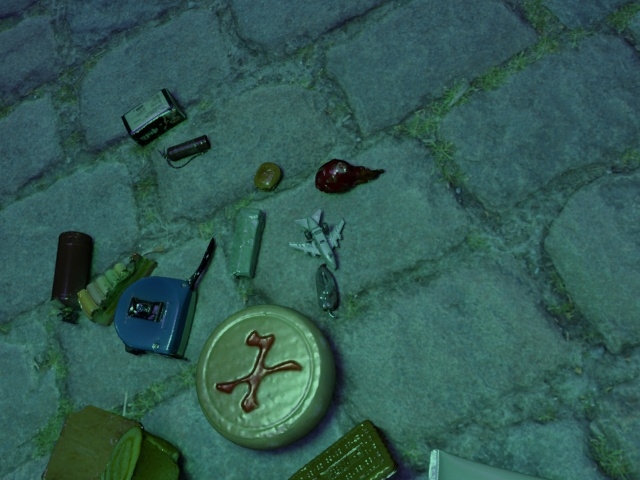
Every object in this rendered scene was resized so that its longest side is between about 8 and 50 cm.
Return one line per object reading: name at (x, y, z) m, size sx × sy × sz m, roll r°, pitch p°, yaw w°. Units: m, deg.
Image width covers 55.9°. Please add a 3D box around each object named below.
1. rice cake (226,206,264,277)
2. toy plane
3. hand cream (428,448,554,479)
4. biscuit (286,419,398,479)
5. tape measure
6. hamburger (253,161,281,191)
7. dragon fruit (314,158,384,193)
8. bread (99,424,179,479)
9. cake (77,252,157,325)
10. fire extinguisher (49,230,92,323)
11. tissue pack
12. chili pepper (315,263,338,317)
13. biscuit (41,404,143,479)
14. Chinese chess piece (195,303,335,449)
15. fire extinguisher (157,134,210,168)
rice cake at (-0.199, 0.009, 1.625) m, size 0.069 × 0.063 × 0.207 m, roll 3°, pitch 71°, yaw 11°
toy plane at (0.000, 0.000, 1.574) m, size 0.162 × 0.066 × 0.171 m, roll -25°, pitch 59°, yaw -7°
hand cream at (0.390, 0.541, 1.222) m, size 0.358 × 0.118 × 0.186 m, roll 0°, pitch 68°, yaw 23°
biscuit at (0.039, 0.511, 1.319) m, size 0.254 × 0.029 × 0.172 m, roll -36°, pitch 24°, yaw -2°
tape measure at (-0.420, 0.137, 1.622) m, size 0.215 × 0.098 × 0.352 m, roll 5°, pitch 68°, yaw 17°
hamburger at (-0.149, -0.179, 1.698) m, size 0.076 × 0.044 × 0.083 m, roll 15°, pitch 71°, yaw 20°
dragon fruit at (0.073, -0.181, 1.613) m, size 0.190 × 0.094 × 0.094 m, roll -12°, pitch 66°, yaw 6°
bread at (-0.416, 0.563, 1.381) m, size 0.186 × 0.124 × 0.257 m, roll -51°, pitch 28°, yaw 13°
cake at (-0.563, 0.118, 1.659) m, size 0.090 × 0.109 × 0.225 m, roll 35°, pitch 82°, yaw 25°
fire extinguisher at (-0.704, 0.112, 1.708) m, size 0.104 × 0.105 × 0.269 m, roll -8°, pitch 66°, yaw 13°
tissue pack at (-0.513, -0.379, 1.857) m, size 0.170 × 0.090 × 0.103 m, roll -33°, pitch 63°, yaw 3°
chili pepper at (0.015, 0.124, 1.531) m, size 0.050 × 0.041 × 0.153 m, roll 6°, pitch 63°, yaw -27°
biscuit at (-0.585, 0.551, 1.545) m, size 0.236 × 0.013 × 0.232 m, roll 13°, pitch 73°, yaw 19°
Chinese chess piece at (-0.129, 0.321, 1.437) m, size 0.337 × 0.140 × 0.338 m, roll -5°, pitch 68°, yaw 13°
fire extinguisher at (-0.407, -0.264, 1.808) m, size 0.157 × 0.045 × 0.078 m, roll -18°, pitch 87°, yaw 7°
